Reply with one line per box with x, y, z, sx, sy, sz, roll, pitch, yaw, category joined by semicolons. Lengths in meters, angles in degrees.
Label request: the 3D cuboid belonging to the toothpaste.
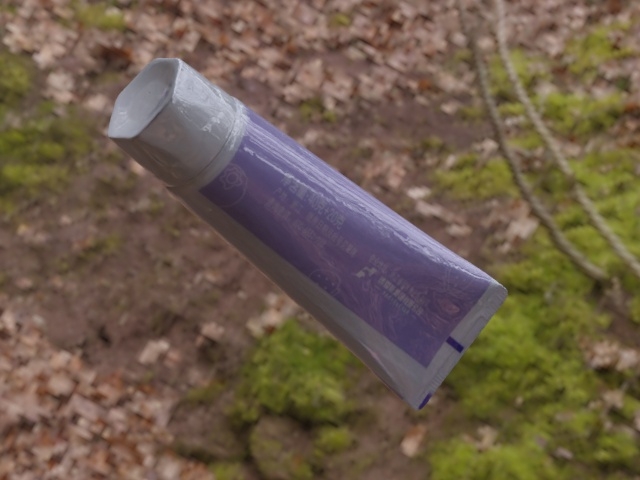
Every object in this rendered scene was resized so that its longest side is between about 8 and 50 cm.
0.000;0.000;1.104;0.371;0.125;0.080;38;-3;-32;toothpaste
